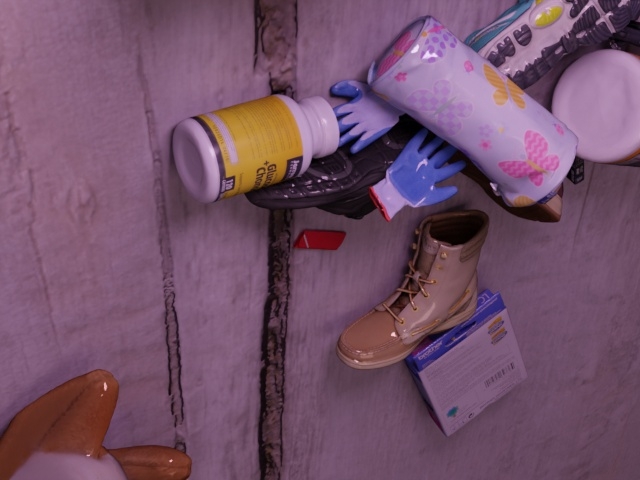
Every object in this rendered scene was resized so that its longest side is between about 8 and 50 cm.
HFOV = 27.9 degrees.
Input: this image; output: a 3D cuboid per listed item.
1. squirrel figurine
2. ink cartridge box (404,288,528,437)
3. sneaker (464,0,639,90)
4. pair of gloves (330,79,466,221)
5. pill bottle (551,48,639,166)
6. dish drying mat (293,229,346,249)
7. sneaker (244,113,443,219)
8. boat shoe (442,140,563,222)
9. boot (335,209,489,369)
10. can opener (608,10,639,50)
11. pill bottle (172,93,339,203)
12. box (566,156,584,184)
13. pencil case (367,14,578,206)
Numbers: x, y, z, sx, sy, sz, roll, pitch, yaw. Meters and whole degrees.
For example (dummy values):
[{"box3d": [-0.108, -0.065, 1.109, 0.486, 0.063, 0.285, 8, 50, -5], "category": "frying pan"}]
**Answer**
[{"box3d": [-0.340, 0.411, 1.763, 0.397, 0.281, 0.370, -27, 155, 5], "category": "squirrel figurine"}, {"box3d": [0.244, 0.201, 2.182, 0.186, 0.065, 0.311, -36, 146, -6], "category": "ink cartridge box"}, {"box3d": [0.304, -0.301, 1.667, 0.275, 0.110, 0.107, -31, 123, -4], "category": "sneaker"}, {"box3d": [0.091, -0.124, 1.617, 0.159, 0.198, 0.023, -33, 179, -34], "category": "pair of gloves"}, {"box3d": [0.468, -0.186, 1.880, 0.278, 0.162, 0.162, -1, 129, -51], "category": "pill bottle"}, {"box3d": [0.000, 0.000, 1.793, 0.083, 0.008, 0.032, 4, 125, -44], "category": "dish drying mat"}, {"box3d": [0.028, -0.075, 1.665, 0.286, 0.109, 0.130, -13, 144, -29], "category": "sneaker"}, {"box3d": [0.264, -0.141, 1.815, 0.342, 0.123, 0.123, 35, 72, -48], "category": "boat shoe"}, {"box3d": [0.139, 0.070, 1.919, 0.262, 0.095, 0.203, -23, 141, -26], "category": "boot"}, {"box3d": [0.463, -0.297, 1.851, 0.186, 0.059, 0.073, 11, 131, -48], "category": "can opener"}, {"box3d": [-0.074, -0.114, 1.524, 0.184, 0.103, 0.103, -19, 139, -27], "category": "pill bottle"}, {"box3d": [0.369, -0.132, 1.936, 0.018, 0.067, 0.083, -31, 144, -12], "category": "box"}, {"box3d": [0.190, -0.158, 1.599, 0.273, 0.113, 0.124, 38, 133, -14], "category": "pencil case"}]
